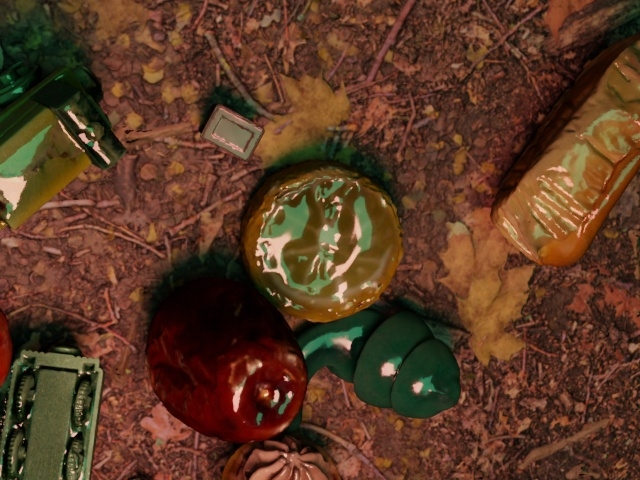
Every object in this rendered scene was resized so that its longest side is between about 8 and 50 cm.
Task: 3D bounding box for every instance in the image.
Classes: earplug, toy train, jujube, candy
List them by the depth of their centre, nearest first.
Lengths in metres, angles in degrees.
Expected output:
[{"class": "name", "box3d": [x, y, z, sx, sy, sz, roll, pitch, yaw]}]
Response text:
[{"class": "toy train", "box3d": [-0.433, -0.090, 1.473, 0.397, 0.253, 0.160, -41, 119, -15]}, {"class": "jujube", "box3d": [-0.137, 0.176, 1.619, 0.223, 0.318, 0.223, -6, 105, -24]}, {"class": "toy train", "box3d": [-0.391, 0.319, 1.626, 0.138, 0.178, 0.331, 6, 80, 1]}, {"class": "candy", "box3d": [0.000, 0.000, 1.726, 0.259, 0.118, 0.260, -2, 103, -10]}, {"class": "earplug", "box3d": [0.083, 0.213, 1.773, 0.257, 0.280, 0.164, -40, 139, -41]}]

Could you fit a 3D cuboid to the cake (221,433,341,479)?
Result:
[{"class": "cake", "box3d": [-0.069, 0.387, 1.727, 0.207, 0.185, 0.178, -10, 142, -7]}]

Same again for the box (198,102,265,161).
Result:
[{"class": "box", "box3d": [-0.137, -0.164, 1.668, 0.084, 0.063, 0.060, 27, 93, -19]}]

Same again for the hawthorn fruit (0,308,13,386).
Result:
[{"class": "hawthorn fruit", "box3d": [-0.523, 0.160, 1.565, 0.179, 0.200, 0.179, -6, 110, -18]}]

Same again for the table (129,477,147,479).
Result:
[{"class": "table", "box3d": [-0.265, 0.501, 1.765, 0.126, 0.126, 0.220, -33, 109, -6]}]

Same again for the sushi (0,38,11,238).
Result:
[{"class": "sushi", "box3d": [-0.573, -0.142, 1.556, 0.264, 0.050, 0.290, -4, 103, -29]}]

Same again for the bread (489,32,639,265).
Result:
[{"class": "bread", "box3d": [0.438, -0.137, 1.765, 0.183, 0.236, 0.389, 37, 100, -5]}]
